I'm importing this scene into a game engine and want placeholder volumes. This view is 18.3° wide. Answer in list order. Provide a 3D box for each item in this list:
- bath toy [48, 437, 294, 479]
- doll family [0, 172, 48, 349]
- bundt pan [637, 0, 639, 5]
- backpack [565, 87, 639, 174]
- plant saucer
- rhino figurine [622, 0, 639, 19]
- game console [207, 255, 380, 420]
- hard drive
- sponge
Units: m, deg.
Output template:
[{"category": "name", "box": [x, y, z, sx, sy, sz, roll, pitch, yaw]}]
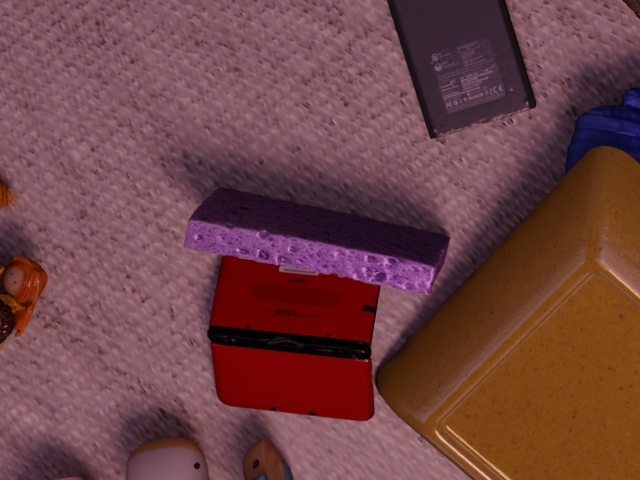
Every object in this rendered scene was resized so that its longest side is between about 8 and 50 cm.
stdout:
[{"category": "bath toy", "box": [-0.196, 0.266, 1.740, 0.348, 0.129, 0.151, -14, 99, 11]}, {"category": "doll family", "box": [-0.329, 0.018, 1.733, 0.163, 0.118, 0.263, -36, 76, 19]}, {"category": "bundt pan", "box": [0.385, -0.282, 1.505, 0.331, 0.124, 0.330, -1, 93, -10]}, {"category": "backpack", "box": [0.264, -0.074, 1.630, 0.120, 0.098, 0.101, 6, 77, 12]}, {"category": "plant saucer", "box": [0.246, 0.142, 1.627, 0.333, 0.081, 0.333, 41, 123, -1]}, {"category": "rhino figurine", "box": [0.238, -0.236, 1.594, 0.073, 0.106, 0.243, -34, 94, 13]}, {"category": "game console", "box": [-0.019, 0.082, 1.733, 0.144, 0.085, 0.124, 5, 70, 12]}, {"category": "hard drive", "box": [0.117, -0.163, 1.667, 0.094, 0.022, 0.135, -16, 98, 11]}, {"category": "sponge", "box": [0.000, 0.000, 1.667, 0.210, 0.117, 0.031, 12, 105, 6]}]
